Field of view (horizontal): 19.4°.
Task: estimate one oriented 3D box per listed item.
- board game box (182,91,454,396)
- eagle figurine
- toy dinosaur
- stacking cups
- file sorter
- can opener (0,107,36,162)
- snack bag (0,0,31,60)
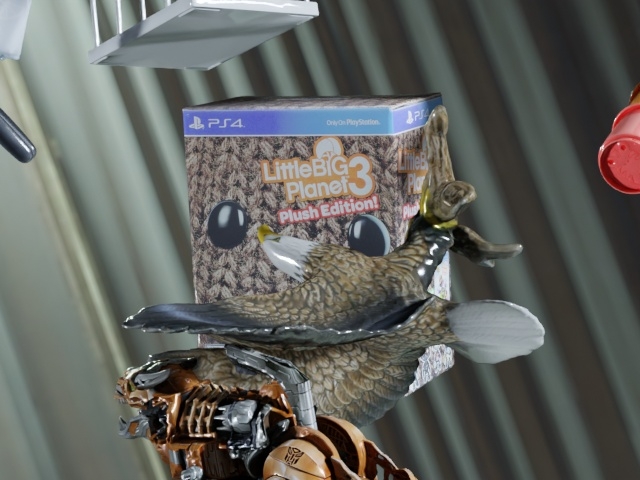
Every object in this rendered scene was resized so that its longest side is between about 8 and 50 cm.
[{"bbox_3d":[0.000,0.000,1.910,0.232,0.291,0.141,0,10,24],"label":"board game box"},{"bbox_3d":[0.003,0.062,1.496,0.298,0.226,0.225,-41,24,-23],"label":"eagle figurine"},{"bbox_3d":[-0.024,0.199,1.370,0.164,0.218,0.322,-5,25,-38],"label":"toy dinosaur"},{"bbox_3d":[0.362,-0.138,1.860,0.096,0.096,0.316,-23,18,37],"label":"stacking cups"},{"bbox_3d":[-0.167,-0.345,2.485,0.193,0.173,0.278,0,-11,-35],"label":"file sorter"},{"bbox_3d":[-0.440,-0.170,2.429,0.073,0.186,0.059,-44,14,20],"label":"can opener"},{"bbox_3d":[-0.514,-0.419,2.453,0.323,0.342,0.037,11,22,-20],"label":"snack bag"}]
